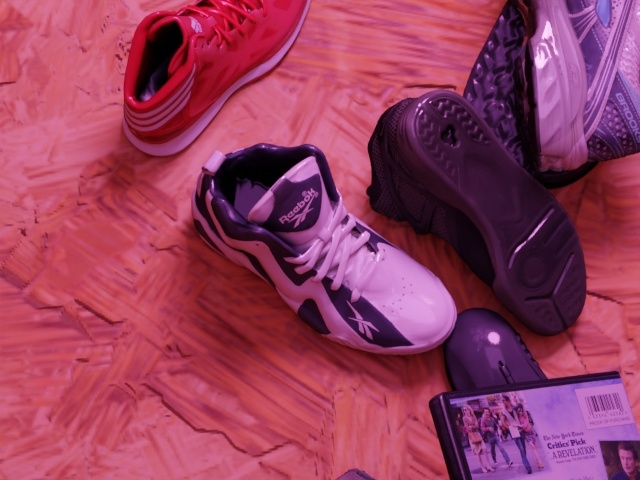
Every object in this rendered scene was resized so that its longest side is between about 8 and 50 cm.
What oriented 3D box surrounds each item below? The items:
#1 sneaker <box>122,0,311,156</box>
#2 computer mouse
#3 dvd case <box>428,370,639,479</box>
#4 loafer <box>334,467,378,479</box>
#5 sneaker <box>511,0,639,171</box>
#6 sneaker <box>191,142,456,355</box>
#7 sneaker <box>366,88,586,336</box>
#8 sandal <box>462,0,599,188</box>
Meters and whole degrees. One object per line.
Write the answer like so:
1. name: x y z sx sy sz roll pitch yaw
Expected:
1. sneaker: -0.078 -0.171 1.581 0.087 0.128 0.221 32 77 7
2. computer mouse: 0.172 0.157 1.537 0.071 0.041 0.242 -31 77 -10
3. dvd case: 0.189 0.226 1.476 0.180 0.022 0.253 -4 70 -33
4. loafer: 0.112 0.265 1.490 0.267 0.096 0.084 44 59 4
5. sneaker: 0.212 -0.197 1.542 0.122 0.110 0.283 -3 93 -7
6. sneaker: 0.000 0.000 1.517 0.235 0.153 0.094 38 78 12
7. sneaker: 0.119 -0.021 1.573 0.087 0.130 0.227 -46 107 -17
8. sandal: 0.254 -0.249 1.635 0.167 0.107 0.446 33 89 7
